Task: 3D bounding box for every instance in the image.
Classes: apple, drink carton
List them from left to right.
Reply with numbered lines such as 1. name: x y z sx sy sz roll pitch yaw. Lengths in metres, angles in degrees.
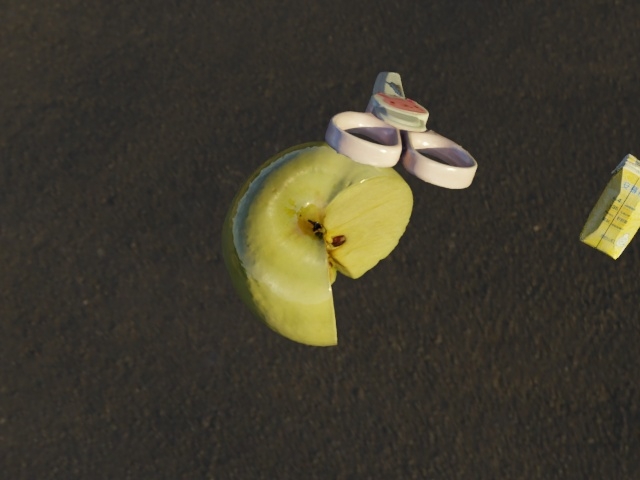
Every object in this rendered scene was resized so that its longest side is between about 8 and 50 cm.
1. apple: -0.020 -0.004 1.558 0.233 0.258 0.295 26 76 10
2. drink carton: 0.476 -0.072 1.615 0.084 0.200 0.074 30 35 11

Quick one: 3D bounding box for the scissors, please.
1. scissors: 0.061 -0.102 0.887 0.118 0.030 0.242 16 23 -7
